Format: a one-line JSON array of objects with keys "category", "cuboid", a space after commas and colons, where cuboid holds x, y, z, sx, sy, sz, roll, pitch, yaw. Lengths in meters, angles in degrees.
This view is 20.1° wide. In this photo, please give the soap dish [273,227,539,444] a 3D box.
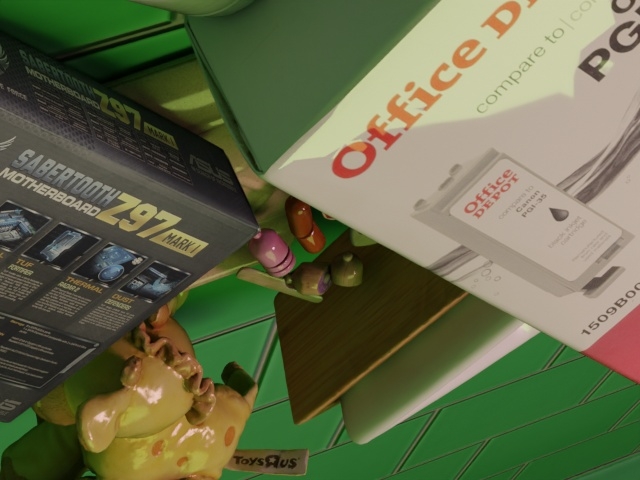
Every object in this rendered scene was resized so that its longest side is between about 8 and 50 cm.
[{"category": "soap dish", "cuboid": [0.118, -0.007, 1.111, 0.229, 0.118, 0.291, -26, 168, -44]}]

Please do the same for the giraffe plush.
[{"category": "giraffe plush", "cuboid": [-0.128, 0.114, 1.179, 0.210, 0.181, 0.170, -14, 141, 4]}]

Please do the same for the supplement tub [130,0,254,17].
[{"category": "supplement tub", "cuboid": [-0.069, -0.126, 0.686, 0.071, 0.071, 0.107, -34, 159, 29]}]

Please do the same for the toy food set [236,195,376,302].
[{"category": "toy food set", "cuboid": [0.000, 0.000, 1.032, 0.078, 0.019, 0.122, 18, 137, -18]}]

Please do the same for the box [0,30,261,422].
[{"category": "box", "cuboid": [-0.166, -0.004, 0.844, 0.183, 0.059, 0.232, -37, 149, 19]}]

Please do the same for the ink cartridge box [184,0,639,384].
[{"category": "ink cartridge box", "cuboid": [0.114, -0.075, 0.781, 0.283, 0.117, 0.207, 27, 117, -41]}]

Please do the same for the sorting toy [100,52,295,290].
[{"category": "sorting toy", "cuboid": [-0.065, -0.041, 0.991, 0.307, 0.041, 0.229, -20, 157, -12]}]
